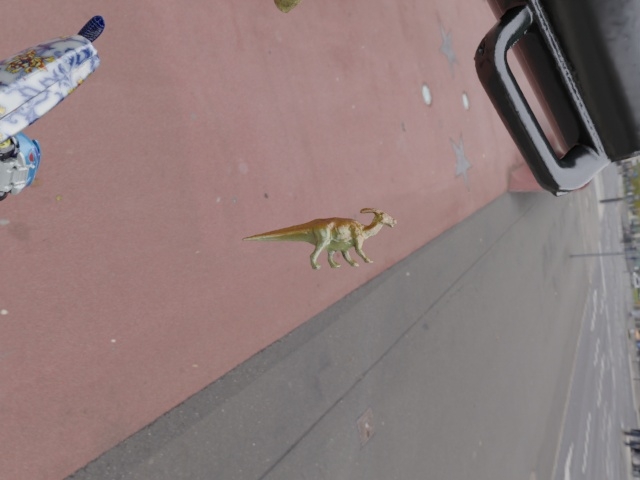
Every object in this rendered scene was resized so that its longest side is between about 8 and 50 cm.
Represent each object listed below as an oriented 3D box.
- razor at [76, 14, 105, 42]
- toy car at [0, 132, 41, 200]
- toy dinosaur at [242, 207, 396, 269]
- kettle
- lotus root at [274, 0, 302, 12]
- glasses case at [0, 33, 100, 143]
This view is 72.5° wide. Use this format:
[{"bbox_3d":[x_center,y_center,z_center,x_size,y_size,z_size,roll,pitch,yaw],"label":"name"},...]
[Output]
[{"bbox_3d":[-0.373,-0.277,0.643,0.044,0.154,0.028,50,9,-20],"label":"razor"},{"bbox_3d":[-0.833,-0.243,1.038,0.314,0.198,0.166,31,38,-13],"label":"toy car"},{"bbox_3d":[0.002,0.003,0.319,0.026,0.113,0.041,65,13,-85],"label":"toy dinosaur"},{"bbox_3d":[0.336,-0.250,0.536,0.308,0.203,0.262,54,49,-22],"label":"kettle"},{"bbox_3d":[-0.015,-0.547,0.797,0.097,0.258,0.110,22,47,-15],"label":"lotus root"},{"bbox_3d":[-0.373,-0.166,0.516,0.248,0.086,0.065,-50,143,-26],"label":"glasses case"}]
